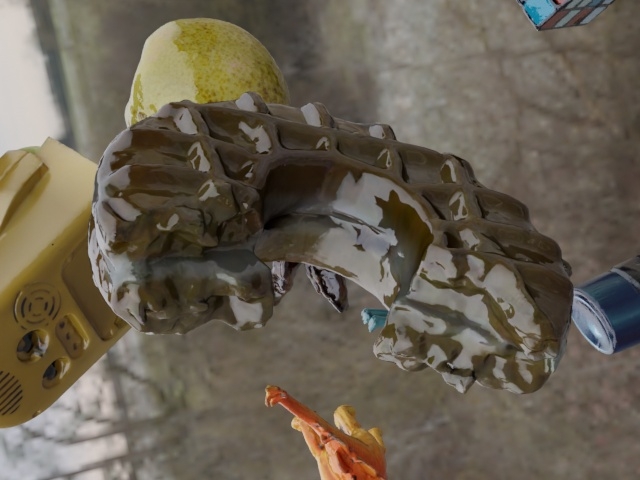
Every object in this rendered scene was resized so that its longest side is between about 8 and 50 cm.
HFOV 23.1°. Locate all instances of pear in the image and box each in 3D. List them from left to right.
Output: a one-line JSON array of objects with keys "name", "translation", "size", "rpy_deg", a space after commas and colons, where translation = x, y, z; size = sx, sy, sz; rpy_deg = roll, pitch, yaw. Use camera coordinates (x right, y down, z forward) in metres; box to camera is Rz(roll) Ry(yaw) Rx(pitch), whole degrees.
[{"name": "pear", "translation": [-0.119, -0.152, 1.679], "size": [0.178, 0.178, 0.178], "rpy_deg": [167, 90, -84]}]

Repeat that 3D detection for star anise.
[{"name": "star anise", "translation": [-0.017, -0.041, 1.991], "size": [0.088, 0.288, 0.288], "rpy_deg": [-52, -49, -73]}]

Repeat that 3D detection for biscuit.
[{"name": "biscuit", "translation": [0.007, -0.007, 1.171], "size": [0.268, 0.366, 0.115], "rpy_deg": [-100, 27, -57]}]

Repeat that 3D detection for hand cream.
[{"name": "hand cream", "translation": [0.367, 0.030, 1.478], "size": [0.120, 0.271, 0.061], "rpy_deg": [-134, 29, -54]}]

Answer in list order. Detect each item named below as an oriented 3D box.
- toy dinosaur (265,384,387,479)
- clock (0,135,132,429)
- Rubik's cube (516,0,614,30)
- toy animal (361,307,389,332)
[{"name": "toy dinosaur", "translation": [0.029, 0.199, 1.350], "size": [0.117, 0.070, 0.288], "rpy_deg": [56, -179, 29]}, {"name": "clock", "translation": [-0.345, 0.067, 1.780], "size": [0.200, 0.317, 0.244], "rpy_deg": [20, 151, 34]}, {"name": "Rubik's cube", "translation": [0.304, -0.359, 1.877], "size": [0.155, 0.154, 0.151], "rpy_deg": [-15, -110, -56]}, {"name": "toy animal", "translation": [0.157, 0.095, 2.004], "size": [0.100, 0.208, 0.103], "rpy_deg": [120, 158, -44]}]
